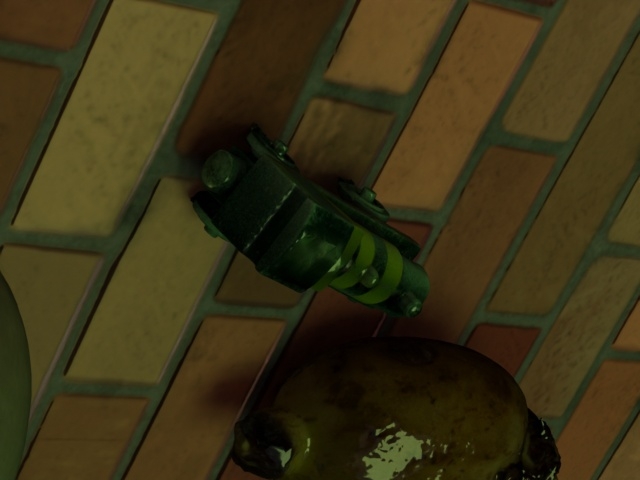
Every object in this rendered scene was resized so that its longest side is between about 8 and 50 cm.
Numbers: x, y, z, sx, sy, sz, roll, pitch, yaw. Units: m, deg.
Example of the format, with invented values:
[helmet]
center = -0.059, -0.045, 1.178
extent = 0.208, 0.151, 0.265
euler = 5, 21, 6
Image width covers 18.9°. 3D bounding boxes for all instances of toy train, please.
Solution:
[toy train]
center = 0.001, -0.001, 1.352
extent = 0.200, 0.132, 0.083
euler = 25, 106, -47

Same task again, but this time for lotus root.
[lotus root]
center = 0.059, 0.156, 1.533
extent = 0.314, 0.141, 0.169
euler = 11, 113, -35

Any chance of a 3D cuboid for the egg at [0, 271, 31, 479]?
[egg]
center = -0.302, 0.116, 1.061
extent = 0.352, 0.258, 0.258
euler = -51, 155, -48
